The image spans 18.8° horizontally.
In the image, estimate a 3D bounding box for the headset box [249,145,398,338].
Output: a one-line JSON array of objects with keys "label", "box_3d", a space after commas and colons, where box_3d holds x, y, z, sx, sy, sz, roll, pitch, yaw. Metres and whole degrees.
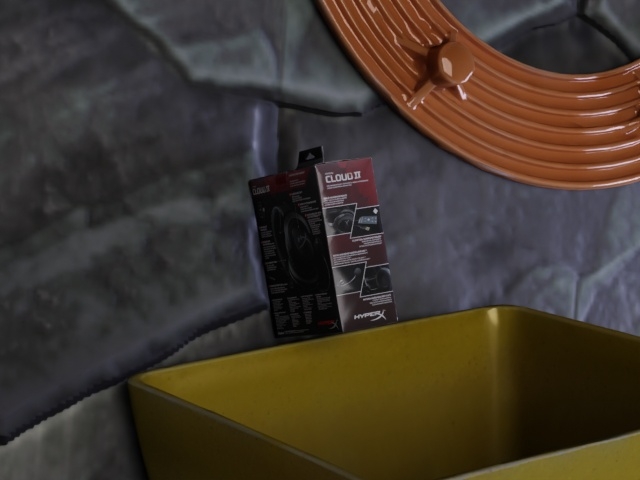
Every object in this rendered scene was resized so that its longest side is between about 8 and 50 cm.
[{"label": "headset box", "box_3d": [0.000, 0.000, 0.871, 0.032, 0.062, 0.083, -8, 88, -31]}]

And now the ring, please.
[{"label": "ring", "box_3d": [0.126, -0.193, 0.983, 0.336, 0.032, 0.337, 3, 84, -29]}]

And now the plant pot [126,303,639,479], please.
[{"label": "plant pot", "box_3d": [0.061, 0.149, 0.820, 0.212, 0.212, 0.187, -8, 102, -31]}]
